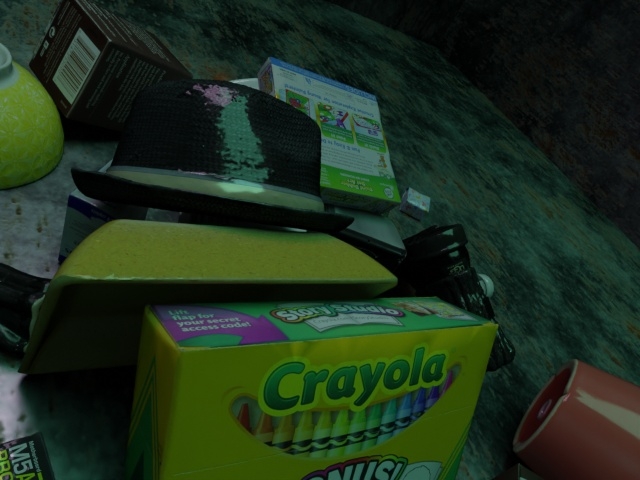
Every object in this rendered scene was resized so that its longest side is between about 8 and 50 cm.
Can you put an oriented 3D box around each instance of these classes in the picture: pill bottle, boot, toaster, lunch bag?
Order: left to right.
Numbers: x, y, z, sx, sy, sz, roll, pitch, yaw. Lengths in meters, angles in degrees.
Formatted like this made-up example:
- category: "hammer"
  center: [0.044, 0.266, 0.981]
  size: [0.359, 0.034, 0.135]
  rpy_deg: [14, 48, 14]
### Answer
- category: "toaster"
  center: [0.036, 0.026, 0.892]
  size: [0.185, 0.168, 0.110]
  rpy_deg: [19, 35, -21]
- category: "lunch bag"
  center: [0.259, -0.103, 1.315]
  size: [0.071, 0.053, 0.083]
  rpy_deg: [26, 45, -6]
- category: "boot"
  center: [0.234, 0.111, 0.954]
  size: [0.348, 0.131, 0.260]
  rpy_deg: [-171, -122, -89]
- category: "pill bottle"
  center: [0.326, 0.112, 1.086]
  size: [0.137, 0.078, 0.078]
  rpy_deg: [-3, 48, -40]

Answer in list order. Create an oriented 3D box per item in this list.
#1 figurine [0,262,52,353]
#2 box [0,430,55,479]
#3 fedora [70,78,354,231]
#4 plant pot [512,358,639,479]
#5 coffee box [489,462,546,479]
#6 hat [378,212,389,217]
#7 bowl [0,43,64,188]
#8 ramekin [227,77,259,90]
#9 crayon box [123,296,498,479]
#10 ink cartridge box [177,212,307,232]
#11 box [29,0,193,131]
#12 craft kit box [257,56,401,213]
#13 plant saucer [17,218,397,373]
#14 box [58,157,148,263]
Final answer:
- category: "figurine"
  center: [-0.440, 0.092, 0.525]
  size: [0.209, 0.092, 0.215]
  rpy_deg: [23, 36, -1]
- category: "box"
  center: [-0.303, 0.318, 0.372]
  size: [0.216, 0.060, 0.270]
  rpy_deg: [-8, 52, -44]
- category: "fedora"
  center: [-0.114, -0.103, 0.592]
  size: [0.333, 0.153, 0.334]
  rpy_deg: [8, 1, 0]
- category: "plant pot"
  center: [0.476, 0.346, 0.790]
  size: [0.243, 0.275, 0.275]
  rpy_deg: [34, 34, 19]
- category: "coffee box"
  center: [0.328, 0.432, 0.653]
  size: [0.246, 0.141, 0.098]
  rpy_deg: [32, 36, -2]
- category: "hat"
  center: [0.058, -0.103, 1.182]
  size: [0.173, 0.183, 0.208]
  rpy_deg: [41, 73, -18]
- category: "bowl"
  center: [-0.552, -0.230, 0.749]
  size: [0.289, 0.156, 0.289]
  rpy_deg: [21, 36, -16]
- category: "ramekin"
  center: [-0.144, -0.227, 0.996]
  size: [0.277, 0.135, 0.277]
  rpy_deg: [-2, 37, 2]
- category: "crayon box"
  center: [-0.003, 0.221, 0.495]
  size: [0.362, 0.313, 0.106]
  rpy_deg: [3, 15, -35]
- category: "ink cartridge box"
  center: [-0.133, -0.018, 0.807]
  size: [0.198, 0.115, 0.273]
  rpy_deg: [4, 39, -13]
- category: "box"
  center: [-0.399, -0.325, 0.928]
  size: [0.167, 0.168, 0.203]
  rpy_deg: [47, 19, 21]
- category: "craft kit box"
  center: [0.017, -0.182, 0.865]
  size: [0.249, 0.061, 0.247]
  rpy_deg: [8, 60, -35]
- category: "plant saucer"
  center: [-0.141, 0.067, 0.553]
  size: [0.332, 0.332, 0.081]
  rpy_deg: [4, 63, -35]
- category: "box"
  center: [-0.314, -0.033, 0.713]
  size: [0.072, 0.137, 0.126]
  rpy_deg: [27, 36, -7]
